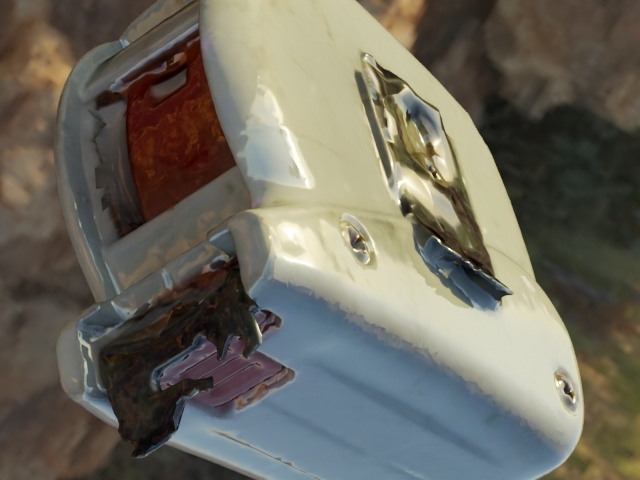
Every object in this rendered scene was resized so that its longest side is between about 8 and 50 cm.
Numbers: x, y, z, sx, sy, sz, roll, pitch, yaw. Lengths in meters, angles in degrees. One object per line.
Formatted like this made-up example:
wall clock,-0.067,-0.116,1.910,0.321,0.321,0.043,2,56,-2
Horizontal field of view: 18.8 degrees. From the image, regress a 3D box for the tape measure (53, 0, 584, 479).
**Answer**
tape measure,0.000,0.000,0.843,0.130,0.265,0.258,-31,143,25
